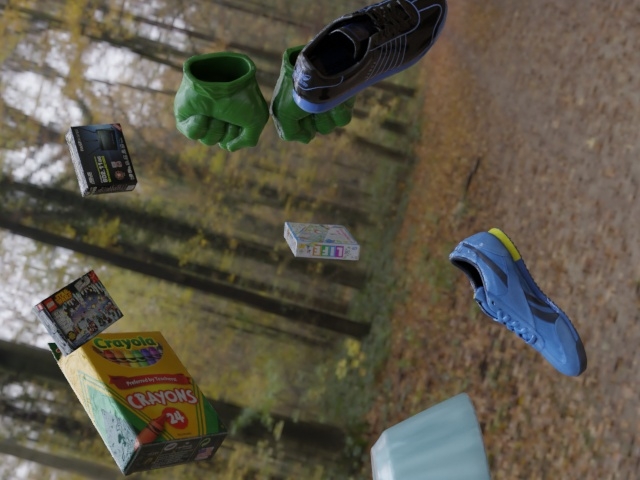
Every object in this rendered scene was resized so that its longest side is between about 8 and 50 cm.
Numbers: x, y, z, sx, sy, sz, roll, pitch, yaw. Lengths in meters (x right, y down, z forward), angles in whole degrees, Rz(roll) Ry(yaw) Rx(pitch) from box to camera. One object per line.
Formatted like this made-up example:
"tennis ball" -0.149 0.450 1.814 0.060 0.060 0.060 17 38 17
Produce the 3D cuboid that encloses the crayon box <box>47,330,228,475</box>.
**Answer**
"crayon box" -0.333 0.265 1.812 0.202 0.318 0.081 2 -52 -48

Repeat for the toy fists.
"toy fists" -0.079 -0.204 1.507 0.142 0.279 0.096 100 157 -51

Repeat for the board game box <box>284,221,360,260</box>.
"board game box" 0.000 0.000 1.661 0.154 0.103 0.026 -124 38 -75

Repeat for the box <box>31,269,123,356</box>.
"box" -0.384 0.114 1.601 0.027 0.094 0.137 -31 5 31

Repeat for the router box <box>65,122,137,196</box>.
"router box" -0.378 -0.140 1.735 0.038 0.092 0.122 -44 61 53

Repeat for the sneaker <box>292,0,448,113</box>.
"sneaker" 0.065 -0.239 1.190 0.232 0.081 0.090 -39 -14 -16

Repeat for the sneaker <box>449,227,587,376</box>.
"sneaker" 0.232 0.085 1.206 0.082 0.209 0.069 -28 -16 -22

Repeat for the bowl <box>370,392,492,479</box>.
"bowl" 0.168 0.398 1.554 0.311 0.163 0.311 174 90 -89
